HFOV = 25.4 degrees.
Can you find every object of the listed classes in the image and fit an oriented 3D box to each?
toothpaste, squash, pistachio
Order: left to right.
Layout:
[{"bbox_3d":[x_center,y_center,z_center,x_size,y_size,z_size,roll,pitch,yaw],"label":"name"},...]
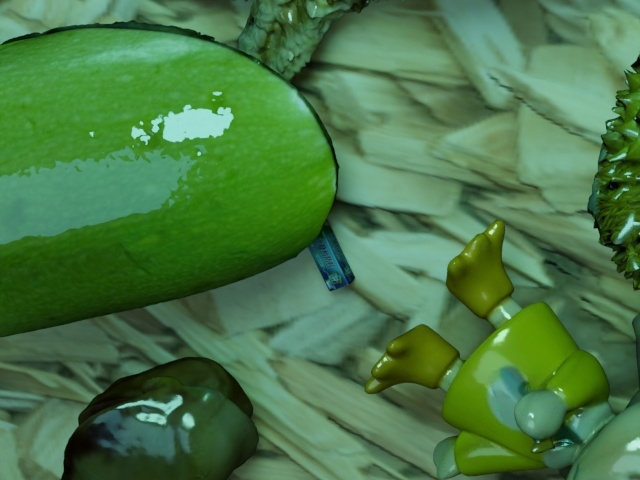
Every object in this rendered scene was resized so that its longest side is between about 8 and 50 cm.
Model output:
[{"bbox_3d":[-0.144,-0.061,1.135,0.308,0.210,0.234,-16,113,3],"label":"squash"},{"bbox_3d":[-0.148,0.176,1.225,0.210,0.131,0.165,-36,133,29],"label":"pistachio"},{"bbox_3d":[0.000,0.000,1.150,0.020,0.017,0.083,-21,101,28],"label":"toothpaste"}]

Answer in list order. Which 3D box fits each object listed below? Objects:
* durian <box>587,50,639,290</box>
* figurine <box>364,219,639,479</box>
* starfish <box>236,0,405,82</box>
[{"bbox_3d":[0.311,-0.061,0.873,0.258,0.258,0.293,30,100,10],"label":"durian"},{"bbox_3d":[0.213,0.148,1.029,0.343,0.187,0.215,40,129,11],"label":"figurine"},{"bbox_3d":[-0.024,-0.263,0.983,0.324,0.082,0.432,51,143,-7],"label":"starfish"}]
